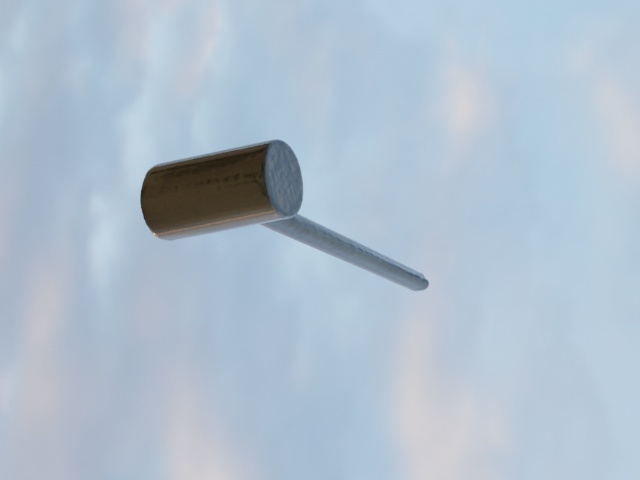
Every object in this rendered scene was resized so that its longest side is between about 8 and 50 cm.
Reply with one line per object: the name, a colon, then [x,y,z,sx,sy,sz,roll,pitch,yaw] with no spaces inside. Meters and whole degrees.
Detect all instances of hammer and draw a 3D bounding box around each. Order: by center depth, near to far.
hammer: [0.000,0.000,0.486,0.035,0.110,0.019,-11,-110,29]
